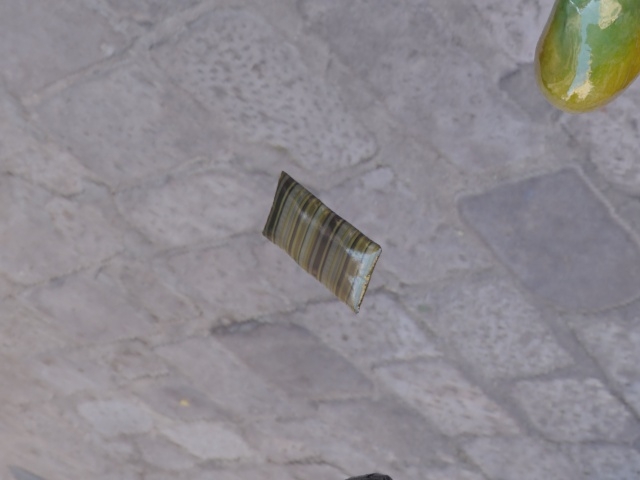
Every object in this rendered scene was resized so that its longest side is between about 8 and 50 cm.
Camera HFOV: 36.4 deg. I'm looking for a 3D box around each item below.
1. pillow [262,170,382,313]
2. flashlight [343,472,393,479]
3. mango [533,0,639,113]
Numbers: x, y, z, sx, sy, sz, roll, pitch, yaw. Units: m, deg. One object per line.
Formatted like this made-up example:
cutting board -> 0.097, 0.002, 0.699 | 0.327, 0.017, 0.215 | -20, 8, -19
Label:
pillow -> 0.000, 0.000, 1.327 | 0.203, 0.038, 0.113 | 40, 127, 31
flashlight -> -0.037, 0.252, 0.856 | 0.232, 0.093, 0.093 | -20, 128, 29
mango -> 0.241, -0.180, 0.853 | 0.092, 0.130, 0.195 | 44, -173, 20
